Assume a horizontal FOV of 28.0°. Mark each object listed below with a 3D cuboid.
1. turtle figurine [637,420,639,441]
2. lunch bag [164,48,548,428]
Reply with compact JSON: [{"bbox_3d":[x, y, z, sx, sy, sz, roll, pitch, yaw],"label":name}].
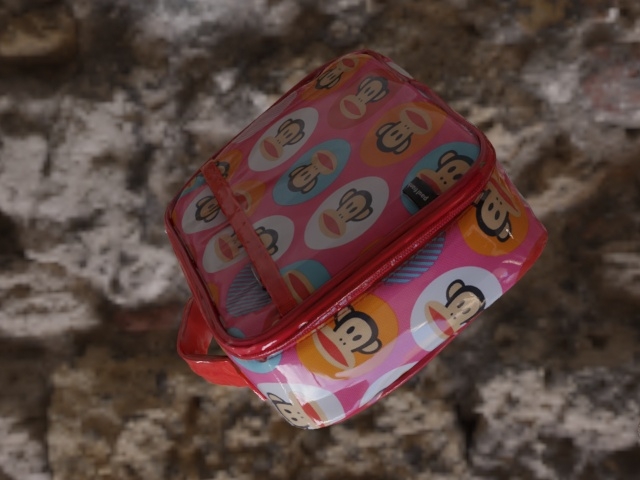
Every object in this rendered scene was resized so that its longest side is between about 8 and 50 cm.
[{"bbox_3d":[0.304,0.181,0.749,0.275,0.197,0.266,9,-156,-4],"label":"turtle figurine"},{"bbox_3d":[0.000,0.000,0.924,0.258,0.120,0.293,-39,-152,2],"label":"lunch bag"}]
